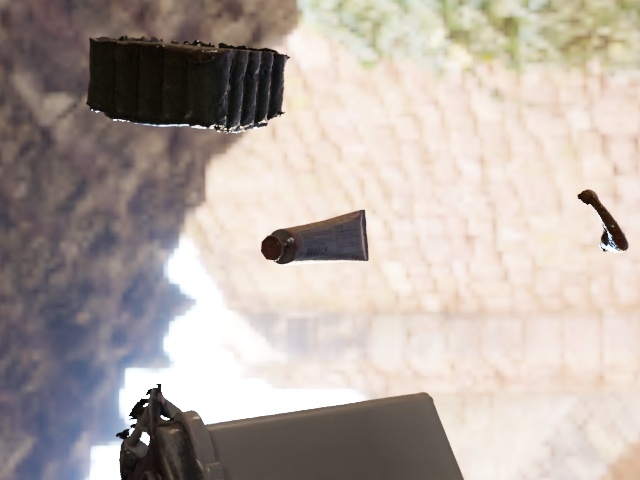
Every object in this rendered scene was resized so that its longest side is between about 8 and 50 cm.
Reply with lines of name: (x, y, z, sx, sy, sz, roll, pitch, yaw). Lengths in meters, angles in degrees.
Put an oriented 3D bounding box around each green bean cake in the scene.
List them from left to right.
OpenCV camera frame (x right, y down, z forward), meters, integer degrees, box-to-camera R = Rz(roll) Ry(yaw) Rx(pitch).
green bean cake: (-0.145, -0.171, 1.938, 0.181, 0.173, 0.094, -12, -71, -62)

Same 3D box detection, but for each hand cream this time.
hand cream: (0.000, 0.000, 2.162, 0.210, 0.043, 0.067, -6, -89, -55)

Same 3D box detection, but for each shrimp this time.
shrimp: (0.339, -0.018, 2.126, 0.091, 0.025, 0.127, 56, 176, 13)

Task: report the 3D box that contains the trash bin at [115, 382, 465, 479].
trash bin: (-0.034, 0.298, 2.063, 0.296, 0.368, 0.256, 68, 154, 22)
